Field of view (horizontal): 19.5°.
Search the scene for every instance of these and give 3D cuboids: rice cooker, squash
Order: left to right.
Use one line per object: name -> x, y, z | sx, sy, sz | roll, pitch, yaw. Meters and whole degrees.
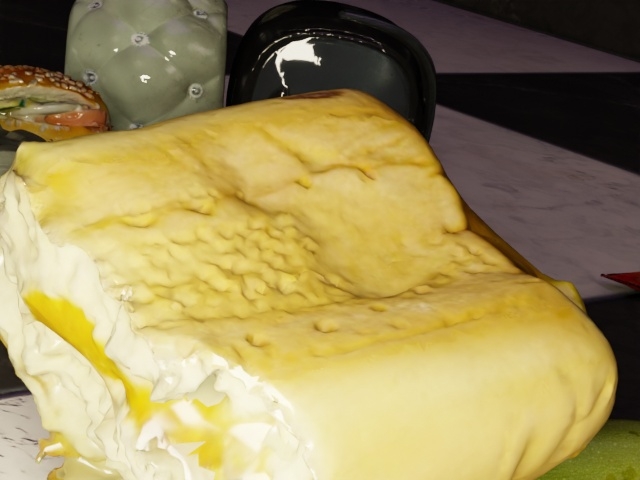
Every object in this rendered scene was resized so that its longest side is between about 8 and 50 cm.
rice cooker -> 0.010, -0.166, 2.261 | 0.267, 0.267, 0.224 | 9, 12, -4
squash -> 0.223, 0.181, 1.428 | 0.341, 0.094, 0.094 | 5, 16, -23

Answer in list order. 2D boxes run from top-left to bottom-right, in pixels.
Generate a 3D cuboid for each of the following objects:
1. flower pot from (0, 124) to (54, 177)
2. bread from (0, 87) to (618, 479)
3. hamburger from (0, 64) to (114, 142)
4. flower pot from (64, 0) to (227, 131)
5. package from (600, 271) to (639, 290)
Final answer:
flower pot -> -0.329, -0.035, 1.747 | 0.235, 0.140, 0.235 | 12, 15, -3
bread -> -0.003, 0.084, 1.249 | 0.394, 0.250, 0.361 | -14, 48, -39
hamburger -> -0.335, -0.123, 2.051 | 0.237, 0.147, 0.237 | 10, 12, -2
flower pot -> -0.214, -0.213, 2.294 | 0.195, 0.246, 0.246 | 2, 16, -3
package -> 0.423, 0.051, 2.166 | 0.200, 0.022, 0.083 | 0, 19, -37
